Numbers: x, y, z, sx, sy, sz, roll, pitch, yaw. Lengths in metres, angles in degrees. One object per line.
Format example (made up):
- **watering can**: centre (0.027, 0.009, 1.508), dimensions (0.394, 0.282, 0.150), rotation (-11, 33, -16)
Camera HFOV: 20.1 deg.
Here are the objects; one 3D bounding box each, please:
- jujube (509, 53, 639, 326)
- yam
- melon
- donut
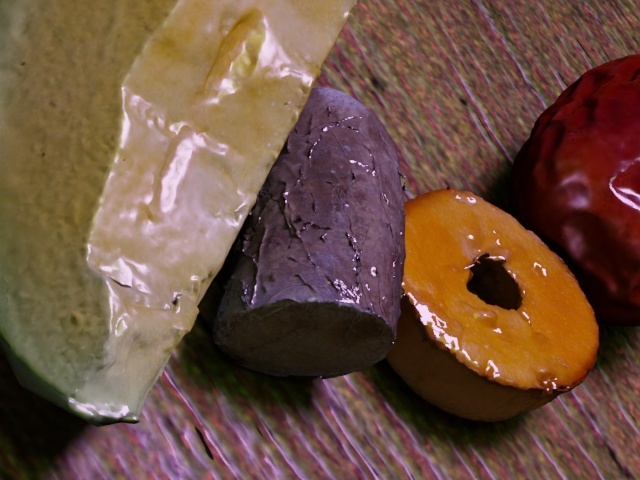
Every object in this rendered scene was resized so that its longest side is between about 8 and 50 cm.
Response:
- **jujube**: centre (0.230, -0.041, 1.300), dimensions (0.174, 0.174, 0.250), rotation (49, 37, 2)
- **yam**: centre (0.000, 0.000, 1.054), dimensions (0.107, 0.107, 0.183), rotation (31, 42, -24)
- **melon**: centre (-0.096, -0.050, 0.948), dimensions (0.196, 0.124, 0.323), rotation (37, 60, -29)
- **donut**: centre (0.095, 0.046, 1.154), dimensions (0.178, 0.065, 0.162), rotation (-15, 63, -52)
